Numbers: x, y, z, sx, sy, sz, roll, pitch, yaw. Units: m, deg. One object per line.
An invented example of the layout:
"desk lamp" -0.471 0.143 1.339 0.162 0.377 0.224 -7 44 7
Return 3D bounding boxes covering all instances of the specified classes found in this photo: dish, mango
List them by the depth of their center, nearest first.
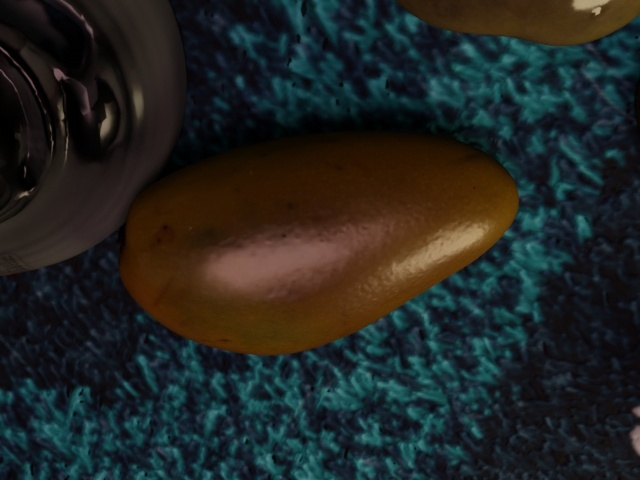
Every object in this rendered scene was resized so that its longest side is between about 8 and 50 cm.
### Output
"dish" -0.219 -0.075 0.677 0.273 0.134 0.273 0 121 0
"mango" 0.000 0.000 0.732 0.253 0.113 0.138 -12 117 0

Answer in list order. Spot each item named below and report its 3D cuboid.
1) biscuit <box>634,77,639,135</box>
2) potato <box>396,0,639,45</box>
"biscuit" 0.364 -0.121 0.678 0.367 0.063 0.314 -36 116 22
"potato" 0.089 -0.232 0.565 0.192 0.141 0.296 -1 119 20
